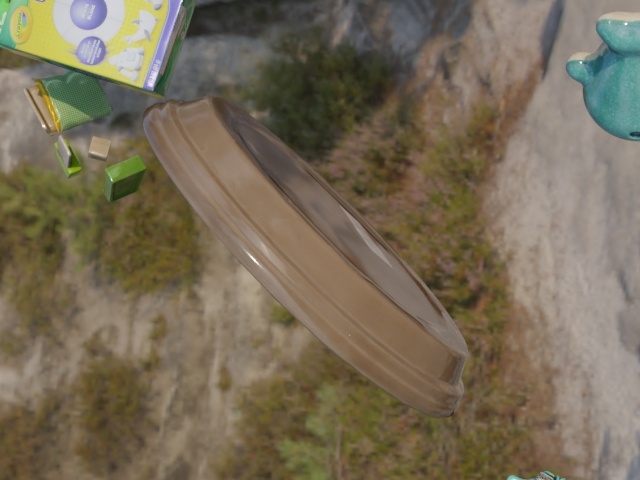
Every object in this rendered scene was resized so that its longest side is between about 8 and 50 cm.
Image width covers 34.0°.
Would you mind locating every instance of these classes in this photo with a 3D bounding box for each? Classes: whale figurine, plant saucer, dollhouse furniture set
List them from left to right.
[{"bbox_3d":[-0.229,-0.114,1.028,0.152,0.076,0.058,60,156,11],"label":"dollhouse furniture set"},{"bbox_3d":[0.000,0.000,0.682,0.041,0.278,0.278,-45,26,8],"label":"plant saucer"},{"bbox_3d":[0.468,-0.238,1.543,0.272,0.216,0.141,43,-125,-65],"label":"whale figurine"}]

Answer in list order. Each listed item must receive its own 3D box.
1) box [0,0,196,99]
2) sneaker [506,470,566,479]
[{"bbox_3d":[-0.213,-0.205,0.953,0.043,0.179,0.105,25,-97,-80],"label":"box"},{"bbox_3d":[0.289,0.313,1.266,0.166,0.076,0.065,-18,18,39],"label":"sneaker"}]
